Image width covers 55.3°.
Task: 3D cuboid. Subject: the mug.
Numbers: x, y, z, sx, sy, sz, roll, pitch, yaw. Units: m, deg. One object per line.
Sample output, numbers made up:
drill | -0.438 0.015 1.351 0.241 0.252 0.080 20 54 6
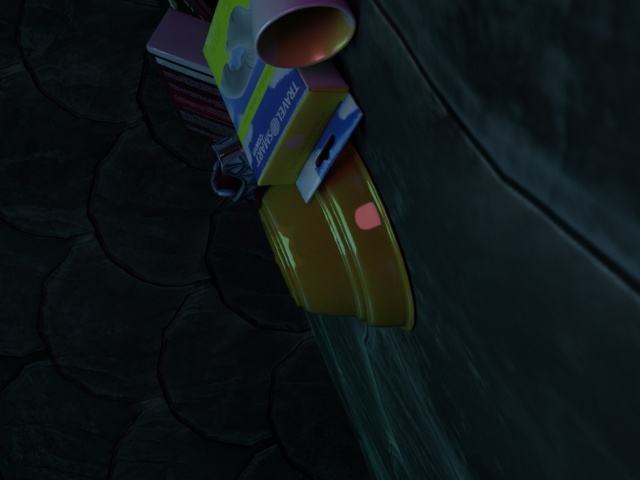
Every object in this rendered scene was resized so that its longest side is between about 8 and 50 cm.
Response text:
mug | -0.017 -0.146 0.375 0.078 0.062 0.064 114 142 -72

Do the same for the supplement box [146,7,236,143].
supplement box | -0.156 -0.222 0.911 0.130 0.073 0.239 22 162 8

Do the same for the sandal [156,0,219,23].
sandal | -0.189 -0.363 0.898 0.303 0.086 0.120 54 155 -17

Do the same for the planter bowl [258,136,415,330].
planter bowl | 0.000 0.000 0.570 0.217 0.090 0.217 159 90 -83

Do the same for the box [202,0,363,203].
box | -0.039 -0.130 0.489 0.109 0.042 0.178 -55 51 47

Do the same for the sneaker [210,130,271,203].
sneaker | -0.106 -0.108 0.920 0.262 0.125 0.104 92 156 -74
